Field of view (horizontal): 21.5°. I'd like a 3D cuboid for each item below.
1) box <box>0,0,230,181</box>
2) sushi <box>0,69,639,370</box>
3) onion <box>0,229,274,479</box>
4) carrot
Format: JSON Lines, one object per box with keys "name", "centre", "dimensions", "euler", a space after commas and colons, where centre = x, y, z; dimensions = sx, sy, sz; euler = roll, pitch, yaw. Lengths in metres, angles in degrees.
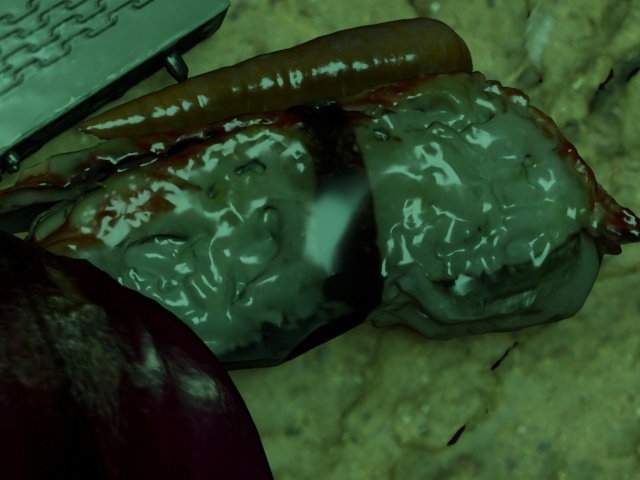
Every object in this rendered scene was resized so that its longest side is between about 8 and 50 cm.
{"name": "box", "centre": [-0.203, -0.109, 0.832], "dimensions": [0.270, 0.045, 0.211], "euler": [-37, 86, -19]}
{"name": "sushi", "centre": [0.000, 0.000, 0.806], "dimensions": [0.332, 0.124, 0.130], "euler": [-12, 88, -14]}
{"name": "onion", "centre": [-0.150, 0.160, 0.659], "dimensions": [0.260, 0.282, 0.336], "euler": [7, 92, -41]}
{"name": "carrot", "centre": [-0.020, -0.077, 0.852], "dimensions": [0.216, 0.048, 0.048], "euler": [-13, 78, -22]}
